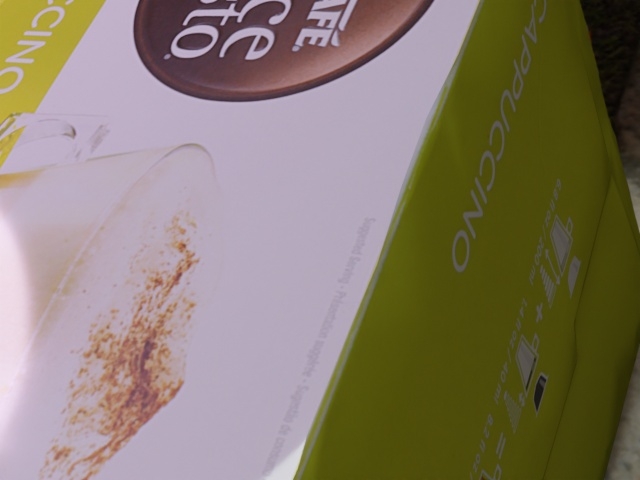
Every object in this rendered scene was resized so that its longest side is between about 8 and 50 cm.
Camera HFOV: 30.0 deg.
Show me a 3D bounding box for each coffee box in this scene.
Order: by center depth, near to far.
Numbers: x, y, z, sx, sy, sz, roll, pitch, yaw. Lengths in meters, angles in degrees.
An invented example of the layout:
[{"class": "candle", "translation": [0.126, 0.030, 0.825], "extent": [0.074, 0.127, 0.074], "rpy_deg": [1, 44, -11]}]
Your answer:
[{"class": "coffee box", "translation": [-0.051, 0.048, 0.596], "extent": [0.334, 0.338, 0.337], "rpy_deg": [6, 57, 28]}]

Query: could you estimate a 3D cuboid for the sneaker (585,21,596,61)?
[{"class": "sneaker", "translation": [0.028, -0.088, 0.836], "extent": [0.321, 0.124, 0.180], "rpy_deg": [-7, 43, 18]}]
